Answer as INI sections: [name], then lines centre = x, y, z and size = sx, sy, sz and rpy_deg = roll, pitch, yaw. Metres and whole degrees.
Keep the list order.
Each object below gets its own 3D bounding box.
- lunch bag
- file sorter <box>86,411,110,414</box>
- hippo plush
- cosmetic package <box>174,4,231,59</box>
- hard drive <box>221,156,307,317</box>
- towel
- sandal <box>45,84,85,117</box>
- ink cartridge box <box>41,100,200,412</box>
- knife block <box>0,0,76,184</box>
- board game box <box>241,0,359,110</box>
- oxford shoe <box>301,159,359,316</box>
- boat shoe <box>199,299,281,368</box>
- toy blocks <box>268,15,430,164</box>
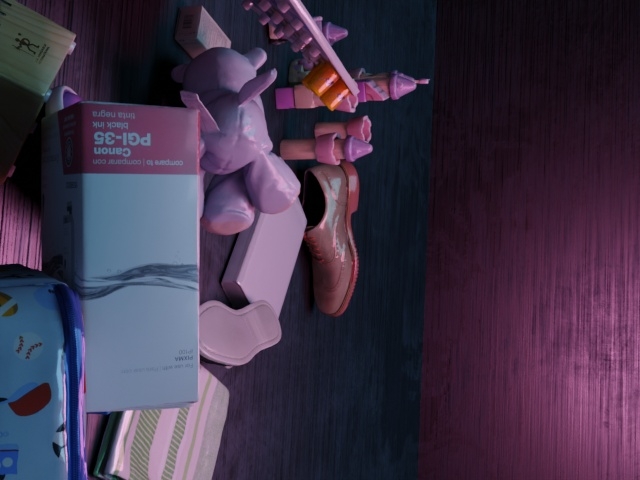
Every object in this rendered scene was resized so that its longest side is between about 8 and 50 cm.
[lunch bag]
centre = -0.293, 0.149, 0.816
size = 0.115, 0.303, 0.243
rpy_deg = -4, 94, -28
[file sorter]
centre = -0.276, 0.124, 1.083
size = 0.170, 0.118, 0.104
rpy_deg = -48, 131, -62
[hippo plush]
centre = -0.173, -0.174, 1.320
size = 0.294, 0.235, 0.236
rpy_deg = 78, -4, -48
[cosmetic package]
centre = -0.188, -0.322, 1.427
size = 0.115, 0.041, 0.060
rpy_deg = 47, 47, -64
[hard drive]
centre = -0.100, 0.019, 1.699
size = 0.203, 0.040, 0.307
rpy_deg = 69, 28, -47
[towel]
centre = -0.225, 0.286, 1.354
size = 0.325, 0.038, 0.247
rpy_deg = 60, 35, -56
[sandal]
centre = -0.232, -0.053, 1.147
size = 0.416, 0.102, 0.169
rpy_deg = 71, -1, -54
[ink cartridge box]
centre = -0.204, 0.013, 0.887
size = 0.117, 0.207, 0.282
rpy_deg = 0, 93, -27
[knife block]
centre = -0.377, -0.192, 0.859
size = 0.276, 0.242, 0.088
rpy_deg = -39, -151, 52
[board game box]
centre = -0.146, -0.361, 1.129
size = 0.050, 0.390, 0.390
rpy_deg = -46, 155, 2
[oxford shoe]
centre = 0.000, 0.000, 1.927
size = 0.130, 0.123, 0.348
rpy_deg = -9, 102, -44
[boat shoe]
centre = -0.160, 0.161, 1.449
size = 0.302, 0.091, 0.114
rpy_deg = 12, 55, -68
[toy blocks]
centre = 0.069, -0.329, 1.834
size = 0.288, 0.260, 0.308
rpy_deg = -42, 130, -64
